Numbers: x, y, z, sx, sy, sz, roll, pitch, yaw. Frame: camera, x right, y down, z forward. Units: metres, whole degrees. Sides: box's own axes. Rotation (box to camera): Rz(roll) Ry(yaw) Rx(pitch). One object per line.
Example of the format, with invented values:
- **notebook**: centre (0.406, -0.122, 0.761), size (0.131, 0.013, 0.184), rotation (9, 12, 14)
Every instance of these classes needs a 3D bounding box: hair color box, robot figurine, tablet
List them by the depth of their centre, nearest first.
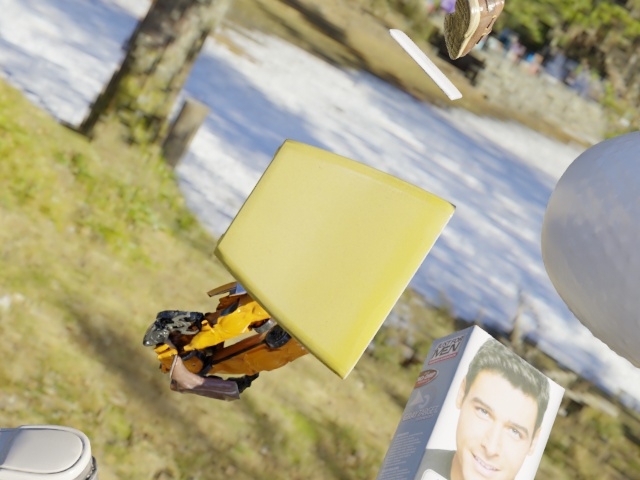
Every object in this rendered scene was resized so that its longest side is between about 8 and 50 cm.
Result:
- **tablet**: centre (0.095, -0.158, 1.126), size (0.083, 0.006, 0.054), rotation (48, 16, 4)
- **hair color box**: centre (0.201, 0.332, 1.828), size (0.185, 0.114, 0.374), rotation (36, 59, -16)
- **robot figurine**: centre (-0.144, 0.156, 2.057), size (0.211, 0.291, 0.085), rotation (51, 32, -30)

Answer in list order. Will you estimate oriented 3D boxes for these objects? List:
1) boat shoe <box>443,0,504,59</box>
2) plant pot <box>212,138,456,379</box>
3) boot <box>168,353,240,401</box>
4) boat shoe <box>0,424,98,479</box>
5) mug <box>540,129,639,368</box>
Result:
- **boat shoe**: centre (0.215, -0.303, 1.779), size (0.060, 0.064, 0.178), rotation (-12, -9, -9)
- **plant pot**: centre (0.000, 0.000, 1.371), size (0.187, 0.212, 0.212), rotation (33, 1, -2)
- **boot**: centre (-0.180, 0.219, 1.987), size (0.114, 0.106, 0.037), rotation (12, 60, 4)
- **boat shoe**: centre (-0.406, 0.251, 1.387), size (0.335, 0.095, 0.112), rotation (6, 35, 12)
- **mug**: centre (0.415, -0.026, 1.267), size (0.276, 0.374, 0.328), rotation (5, 13, -45)
